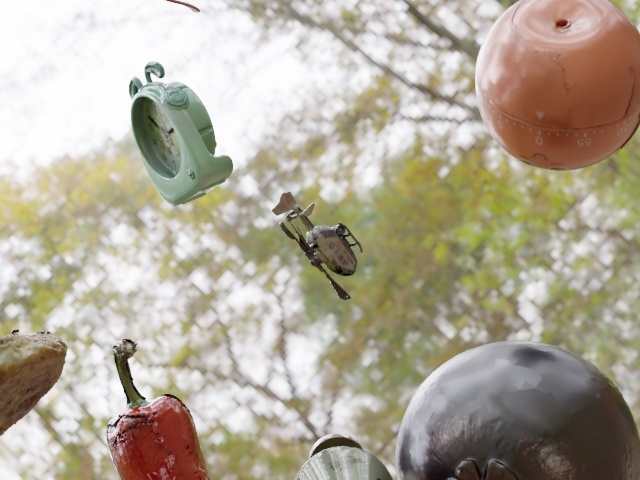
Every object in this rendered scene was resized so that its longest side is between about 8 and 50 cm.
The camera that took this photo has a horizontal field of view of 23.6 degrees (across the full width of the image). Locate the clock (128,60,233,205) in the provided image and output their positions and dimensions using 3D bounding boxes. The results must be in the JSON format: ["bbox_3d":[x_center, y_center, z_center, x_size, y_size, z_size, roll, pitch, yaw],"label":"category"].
[{"bbox_3d":[-0.196,-0.147,2.045,0.060,0.188,0.148,-25,1,-30],"label":"clock"}]

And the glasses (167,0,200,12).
[{"bbox_3d":[-0.214,-0.432,1.990,0.234,0.118,0.268,-67,-23,-11],"label":"glasses"}]

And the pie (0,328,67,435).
[{"bbox_3d":[-0.511,0.242,2.335,0.315,0.092,0.315,-38,-11,-9],"label":"pie"}]

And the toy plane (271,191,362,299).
[{"bbox_3d":[0.000,0.000,1.459,0.031,0.120,0.049,-15,27,53],"label":"toy plane"}]

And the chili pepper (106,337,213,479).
[{"bbox_3d":[-0.170,0.300,1.807,0.110,0.387,0.110,-23,-4,-2],"label":"chili pepper"}]

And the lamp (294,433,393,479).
[{"bbox_3d":[0.025,0.292,1.785,0.121,0.121,0.214,-49,11,5],"label":"lamp"}]

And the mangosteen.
[{"bbox_3d":[0.252,0.270,1.872,0.307,0.307,0.347,-54,-15,19],"label":"mangosteen"}]

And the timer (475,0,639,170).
[{"bbox_3d":[0.320,-0.209,2.019,0.230,0.230,0.214,-38,-39,-25],"label":"timer"}]
